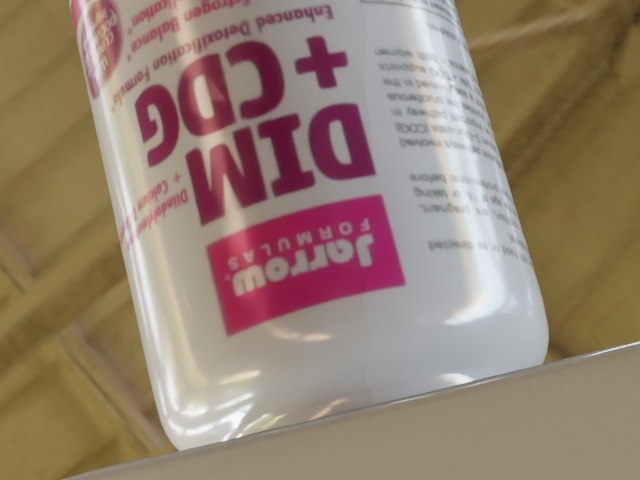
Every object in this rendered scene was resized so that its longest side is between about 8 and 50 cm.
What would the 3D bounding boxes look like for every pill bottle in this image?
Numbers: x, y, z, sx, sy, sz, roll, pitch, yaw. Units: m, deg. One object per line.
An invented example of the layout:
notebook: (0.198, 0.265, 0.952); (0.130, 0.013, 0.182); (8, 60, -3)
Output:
pill bottle: (0.000, 0.000, 0.754); (0.160, 0.160, 0.283); (-21, -111, 15)

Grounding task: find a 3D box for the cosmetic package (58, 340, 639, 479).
cosmetic package: (0.103, 0.237, 0.493); (0.393, 0.329, 0.327); (-17, -121, 27)
